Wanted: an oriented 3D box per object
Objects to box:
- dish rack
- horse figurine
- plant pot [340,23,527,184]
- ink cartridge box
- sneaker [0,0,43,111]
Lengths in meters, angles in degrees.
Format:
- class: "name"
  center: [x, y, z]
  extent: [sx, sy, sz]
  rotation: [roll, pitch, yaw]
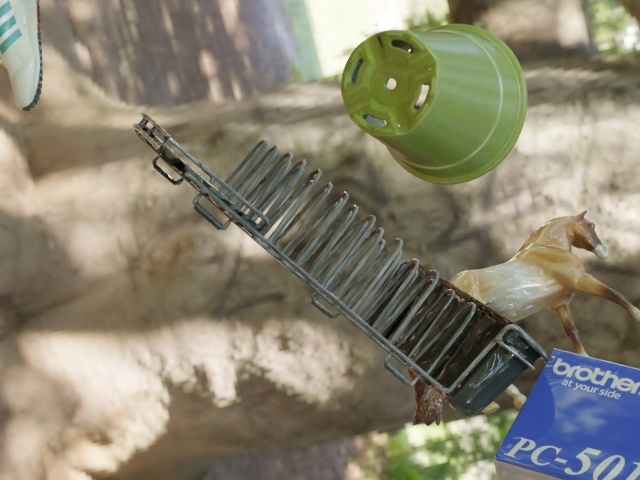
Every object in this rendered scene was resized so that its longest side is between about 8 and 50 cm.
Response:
- class: "dish rack"
  center: [0.000, 0.000, 0.899]
  extent: [0.271, 0.074, 0.208]
  rotation: [40, -2, -18]
- class: "horse figurine"
  center: [0.183, 0.071, 1.317]
  extent: [0.174, 0.263, 0.066]
  rotation: [58, -12, 34]
- class: "plant pot"
  center: [0.049, -0.072, 0.689]
  extent: [0.079, 0.083, 0.083]
  rotation: [7, 68, -62]
- class: "ink cartridge box"
  center: [0.217, 0.134, 0.823]
  extent: [0.097, 0.207, 0.046]
  rotation: [-53, 143, -36]
- class: "sneaker"
  center: [-0.312, -0.204, 1.375]
  extent: [0.057, 0.075, 0.161]
  rotation: [149, -62, -77]
